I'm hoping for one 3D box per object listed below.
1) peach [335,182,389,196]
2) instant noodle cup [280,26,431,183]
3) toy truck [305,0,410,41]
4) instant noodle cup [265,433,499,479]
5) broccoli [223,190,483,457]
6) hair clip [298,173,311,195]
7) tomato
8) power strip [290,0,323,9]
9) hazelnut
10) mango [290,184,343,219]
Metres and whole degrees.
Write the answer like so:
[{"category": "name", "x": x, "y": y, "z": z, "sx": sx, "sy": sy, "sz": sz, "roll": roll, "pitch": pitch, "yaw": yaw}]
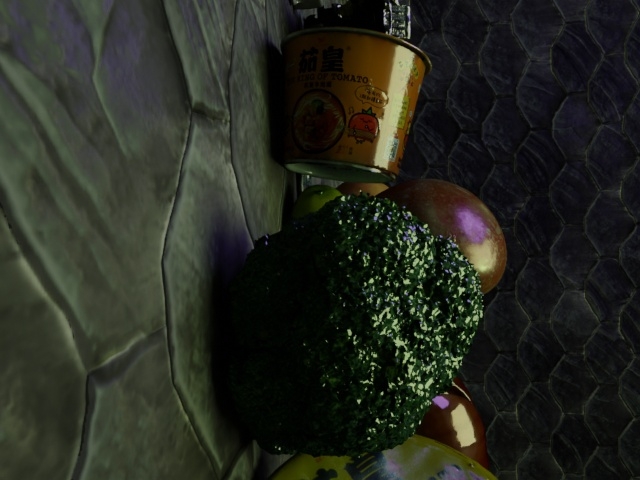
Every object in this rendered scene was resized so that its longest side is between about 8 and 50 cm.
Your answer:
[{"category": "peach", "x": 0.086, "y": -0.040, "z": 1.062, "sx": 0.184, "sy": 0.184, "sz": 0.184, "roll": -2, "pitch": 90, "yaw": -80}, {"category": "instant noodle cup", "x": 0.038, "y": -0.178, "z": 0.742, "sx": 0.216, "sy": 0.216, "sz": 0.172, "roll": 6, "pitch": 92, "yaw": -80}, {"category": "toy truck", "x": 0.067, "y": -0.335, "z": 0.881, "sx": 0.257, "sy": 0.127, "sz": 0.127, "roll": -161, "pitch": -111, "yaw": -70}, {"category": "instant noodle cup", "x": 0.068, "y": 0.415, "z": 0.562, "sx": 0.325, "sy": 0.326, "sz": 0.254, "roll": -75, "pitch": 170, "yaw": -59}, {"category": "broccoli", "x": 0.031, "y": 0.085, "z": 0.566, "sx": 0.275, "sy": 0.308, "sz": 0.307, "roll": -124, "pitch": -156, "yaw": -60}, {"category": "hair clip", "x": -0.015, "y": -0.071, "z": 0.865, "sx": 0.066, "sy": 0.036, "sz": 0.229, "roll": -20, "pitch": 102, "yaw": -84}, {"category": "tomato", "x": 0.156, "y": 0.013, "z": 0.866, "sx": 0.270, "sy": 0.270, "sz": 0.222, "roll": 60, "pitch": 14, "yaw": -69}, {"category": "power strip", "x": -0.013, "y": -0.490, "z": 0.892, "sx": 0.078, "sy": 0.052, "sz": 0.272, "roll": 76, "pitch": 16, "yaw": -53}, {"category": "hazelnut", "x": 0.209, "y": 0.473, "z": 1.209, "sx": 0.359, "sy": 0.359, "sz": 0.409, "roll": -31, "pitch": 111, "yaw": -79}, {"category": "mango", "x": 0.000, "y": -0.001, "z": 0.780, "sx": 0.117, "sy": 0.089, "sz": 0.163, "roll": 56, "pitch": 35, "yaw": -82}]
